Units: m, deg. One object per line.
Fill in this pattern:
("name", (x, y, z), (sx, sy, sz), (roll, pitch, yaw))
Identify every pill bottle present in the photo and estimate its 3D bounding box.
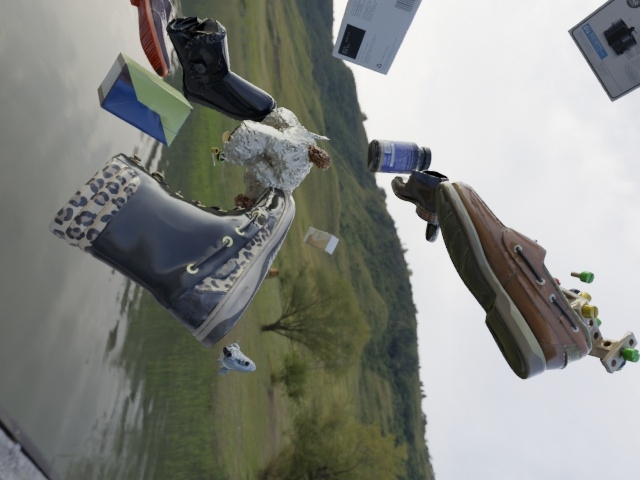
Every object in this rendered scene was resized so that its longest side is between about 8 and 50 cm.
("pill bottle", (0.291, -0.307, 1.515), (0.123, 0.219, 0.123), (-178, -90, -79))

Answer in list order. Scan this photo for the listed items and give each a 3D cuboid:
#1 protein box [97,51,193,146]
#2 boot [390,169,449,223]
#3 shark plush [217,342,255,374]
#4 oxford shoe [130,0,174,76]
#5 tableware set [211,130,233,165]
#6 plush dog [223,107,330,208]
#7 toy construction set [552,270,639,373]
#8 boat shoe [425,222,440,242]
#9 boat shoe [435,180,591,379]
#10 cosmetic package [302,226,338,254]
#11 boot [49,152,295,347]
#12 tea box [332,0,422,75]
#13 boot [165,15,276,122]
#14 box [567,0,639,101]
("protein box", (-0.505, -0.405, 1.174), (0.136, 0.200, 0.201), (-52, -139, 9))
("boot", (0.243, -0.138, 0.992), (0.219, 0.082, 0.106), (-122, -146, -52))
("shark plush", (-0.174, 0.245, 0.867), (0.161, 0.067, 0.073), (101, 14, -55))
("oxford shoe", (-0.420, -0.569, 1.066), (0.097, 0.098, 0.271), (5, -70, 49))
("tableware set", (-0.341, -0.341, 1.492), (0.154, 0.024, 0.104), (-46, 145, -47))
("plush dog", (-0.106, -0.159, 0.975), (0.225, 0.210, 0.262), (-59, 176, 35))
("toy construction set", (0.675, 0.242, 1.089), (0.237, 0.308, 0.258), (-159, -116, -67))
("boat shoe", (0.439, -0.066, 1.578), (0.049, 0.056, 0.152), (4, 96, -57))
("boat shoe", (0.270, 0.038, 0.603), (0.111, 0.104, 0.307), (73, -2, -69))
("cosmetic package", (0.000, 0.000, 1.397), (0.041, 0.115, 0.060), (36, 78, -46))
("boot", (-0.210, -0.039, 0.689), (0.138, 0.284, 0.377), (-43, -162, 38))
("tea box", (0.209, -0.825, 1.406), (0.329, 0.220, 0.324), (118, -14, -57))
("boot", (-0.221, -0.391, 0.949), (0.207, 0.246, 0.094), (108, -1, -65))
("box", (0.603, -0.389, 0.676), (0.169, 0.087, 0.290), (61, -34, 1))
